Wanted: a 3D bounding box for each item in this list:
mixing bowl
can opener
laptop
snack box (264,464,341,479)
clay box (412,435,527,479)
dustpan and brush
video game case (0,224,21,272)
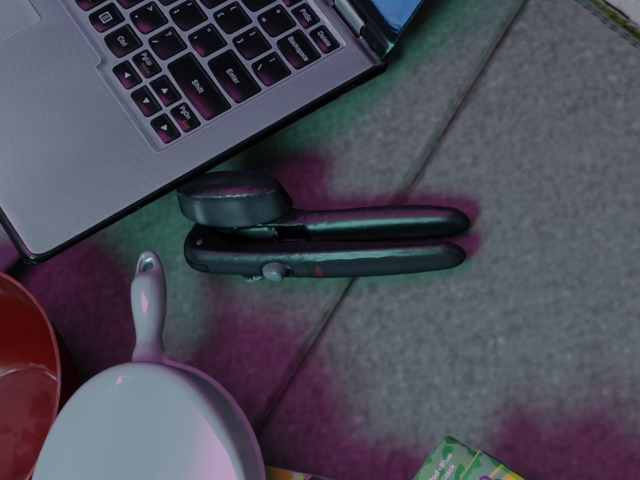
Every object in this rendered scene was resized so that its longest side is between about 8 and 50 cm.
[{"bbox_3d":[-0.219,0.115,1.068,0.181,0.098,0.181,-9,67,22],"label":"mixing bowl"},{"bbox_3d":[0.000,0.000,1.036,0.186,0.073,0.059,6,66,17],"label":"can opener"},{"bbox_3d":[-0.109,-0.272,1.030,0.408,0.236,0.382,-30,66,-14],"label":"laptop"},{"bbox_3d":[-0.059,0.232,0.969,0.174,0.070,0.207,6,75,26],"label":"snack box"},{"bbox_3d":[0.115,0.205,0.856,0.222,0.053,0.127,33,86,21],"label":"clay box"},{"bbox_3d":[-0.103,0.096,0.979,0.147,0.060,0.211,-13,67,15],"label":"dustpan and brush"},{"bbox_3d":[-0.411,-0.012,1.088,0.300,0.036,0.329,-44,101,-12],"label":"video game case"}]
